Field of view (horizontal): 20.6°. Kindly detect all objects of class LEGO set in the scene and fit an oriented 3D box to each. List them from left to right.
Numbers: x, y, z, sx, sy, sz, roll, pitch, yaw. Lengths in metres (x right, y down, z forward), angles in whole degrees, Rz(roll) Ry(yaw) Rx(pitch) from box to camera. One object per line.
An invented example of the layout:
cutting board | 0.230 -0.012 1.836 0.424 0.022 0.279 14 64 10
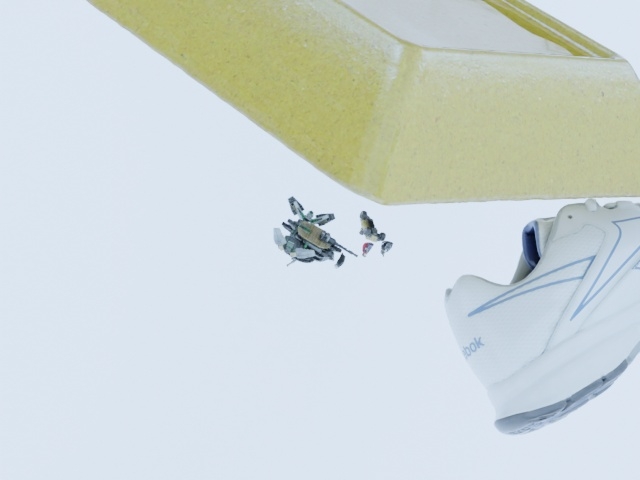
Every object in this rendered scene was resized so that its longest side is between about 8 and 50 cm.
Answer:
LEGO set | 0.002 0.002 0.993 0.083 0.054 0.023 14 -55 -30

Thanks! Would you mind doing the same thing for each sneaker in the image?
sneaker | 0.220 0.017 1.249 0.297 0.111 0.129 -30 -101 -23

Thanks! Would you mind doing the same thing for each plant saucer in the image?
plant saucer | 0.046 -0.139 1.187 0.332 0.333 0.081 -2 -59 -47
